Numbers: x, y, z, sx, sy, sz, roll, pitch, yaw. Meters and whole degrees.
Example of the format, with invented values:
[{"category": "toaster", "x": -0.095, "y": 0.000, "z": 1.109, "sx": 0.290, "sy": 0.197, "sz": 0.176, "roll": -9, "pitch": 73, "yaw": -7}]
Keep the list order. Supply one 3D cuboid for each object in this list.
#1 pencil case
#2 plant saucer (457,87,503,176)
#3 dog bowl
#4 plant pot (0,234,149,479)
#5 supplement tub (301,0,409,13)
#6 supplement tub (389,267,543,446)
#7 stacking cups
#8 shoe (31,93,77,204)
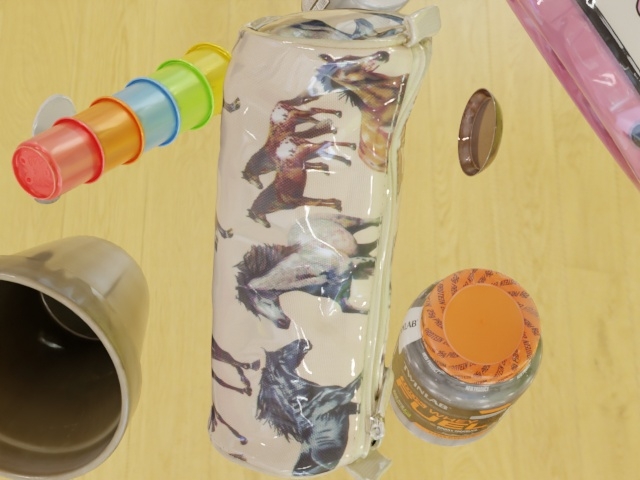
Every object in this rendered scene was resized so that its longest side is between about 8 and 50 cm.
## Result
[{"category": "pencil case", "x": 0.000, "y": 0.000, "z": 0.767, "sx": 0.184, "sy": 0.160, "sz": 0.410, "roll": 13, "pitch": 111, "yaw": 21}, {"category": "plant saucer", "x": 0.304, "y": -0.202, "z": 1.686, "sx": 0.029, "sy": 0.168, "sz": 0.168, "roll": 6, "pitch": 72, "yaw": -13}, {"category": "dog bowl", "x": 0.310, "y": -0.210, "z": 0.913, "sx": 0.150, "sy": 0.408, "sz": 0.408, "roll": -34, "pitch": 83, "yaw": 16}, {"category": "plant pot", "x": -0.379, "y": 0.134, "z": 1.286, "sx": 0.323, "sy": 0.323, "sz": 0.280, "roll": 32, "pitch": 25, "yaw": -4}, {"category": "supplement tub", "x": 0.044, "y": -0.317, "z": 1.150, "sx": 0.117, "sy": 0.190, "sz": 0.117, "roll": 2, "pitch": 81, "yaw": -16}, {"category": "supplement tub", "x": 0.217, "y": 0.182, "z": 1.371, "sx": 0.207, "sy": 0.338, "sz": 0.207, "roll": 0, "pitch": 64, "yaw": -1}, {"category": "stacking cups", "x": -0.202, "y": -0.134, "z": 0.995, "sx": 0.096, "sy": 0.096, "sz": 0.316, "roll": 44, "pitch": 38, "yaw": 1}, {"category": "shoe", "x": -0.415, "y": -0.150, "z": 1.369, "sx": 0.063, "sy": 0.178, "sz": 0.081, "roll": 4, "pitch": 27, "yaw": -24}]
